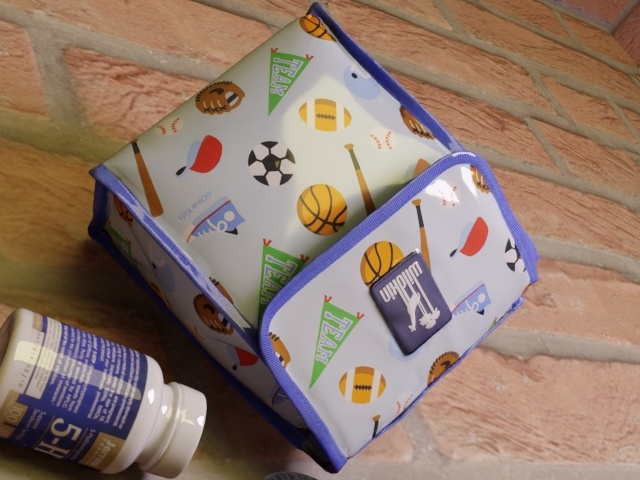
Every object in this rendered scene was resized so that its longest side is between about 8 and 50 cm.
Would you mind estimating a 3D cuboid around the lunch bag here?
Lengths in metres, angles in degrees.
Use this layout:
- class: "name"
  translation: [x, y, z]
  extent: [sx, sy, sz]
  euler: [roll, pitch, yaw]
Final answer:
- class: "lunch bag"
  translation: [0.000, 0.000, 1.126]
  extent: [0.328, 0.239, 0.385]
  euler: [-39, 82, -20]

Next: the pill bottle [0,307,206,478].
- class: "pill bottle"
  translation: [-0.202, 0.142, 0.946]
  extent: [0.186, 0.112, 0.112]
  euler: [24, 33, -21]

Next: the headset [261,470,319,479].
- class: "headset"
  translation: [0.039, 0.327, 0.853]
  extent: [0.243, 0.185, 0.394]
  euler: [39, 18, -20]
